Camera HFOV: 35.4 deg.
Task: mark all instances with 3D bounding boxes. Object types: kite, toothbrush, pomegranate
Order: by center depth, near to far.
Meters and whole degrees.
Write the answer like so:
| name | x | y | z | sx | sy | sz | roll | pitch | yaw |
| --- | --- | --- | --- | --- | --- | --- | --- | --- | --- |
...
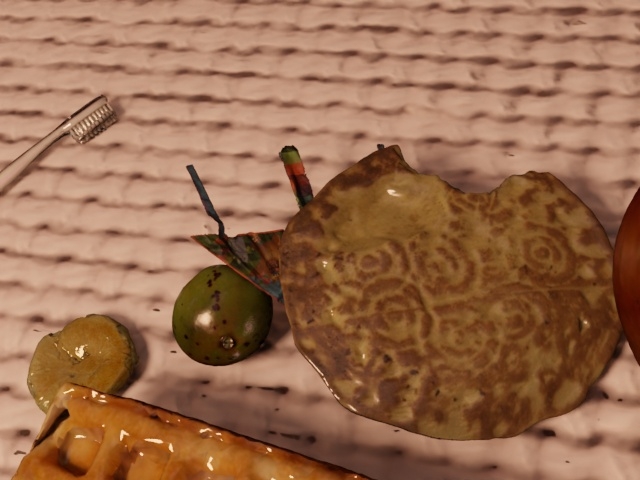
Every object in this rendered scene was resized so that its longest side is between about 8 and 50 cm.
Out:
| name | x | y | z | sx | sy | sz | roll | pitch | yaw |
| --- | --- | --- | --- | --- | --- | --- | --- | --- | --- |
| pomegranate | -0.071 | 0.053 | 0.703 | 0.073 | 0.084 | 0.073 | 1 | 86 | -22 |
| kite | 0.000 | 0.000 | 0.705 | 0.182 | 0.010 | 0.160 | -8 | 67 | -25 |
| toothbrush | -0.289 | -0.029 | 0.833 | 0.288 | 0.024 | 0.026 | -38 | 71 | -14 |

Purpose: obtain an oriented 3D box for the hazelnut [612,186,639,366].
| name | x | y | z | sx | sy | sz | roll | pitch | yaw |
| --- | --- | --- | --- | --- | --- | --- | --- | --- | --- |
| hazelnut | 0.284 | 0.039 | 0.552 | 0.251 | 0.217 | 0.217 | 21 | 64 | 36 |

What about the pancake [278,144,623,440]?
| name | x | y | z | sx | sy | sz | roll | pitch | yaw |
| --- | --- | --- | --- | --- | --- | --- | --- | --- | --- |
| pancake | 0.086 | 0.030 | 0.667 | 0.235 | 0.029 | 0.212 | 18 | 63 | 7 |

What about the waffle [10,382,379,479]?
| name | x | y | z | sx | sy | sz | roll | pitch | yaw |
| --- | --- | --- | --- | --- | --- | --- | --- | --- | --- |
| waffle | -0.055 | 0.223 | 0.566 | 0.307 | 0.091 | 0.213 | 12 | 61 | 22 |

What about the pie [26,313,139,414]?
| name | x | y | z | sx | sy | sz | roll | pitch | yaw |
| --- | --- | --- | --- | --- | --- | --- | --- | --- | --- |
| pie | -0.172 | 0.091 | 0.724 | 0.084 | 0.020 | 0.084 | -8 | 55 | 11 |
